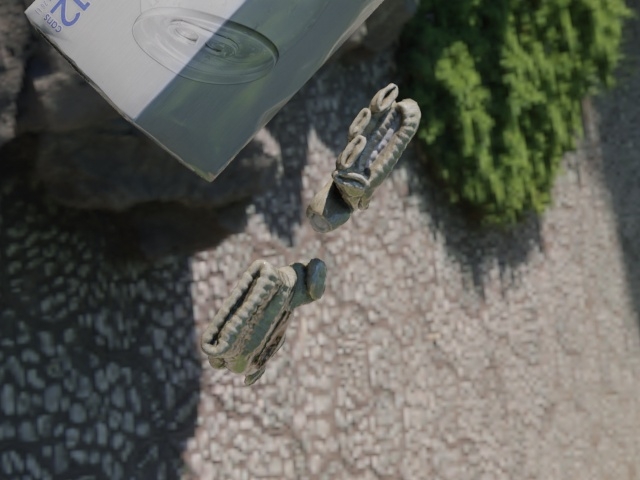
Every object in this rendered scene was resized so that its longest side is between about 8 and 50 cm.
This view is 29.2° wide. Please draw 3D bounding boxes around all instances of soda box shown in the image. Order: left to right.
[{"bbox_3d":[-0.002,-0.170,0.601,0.091,0.286,0.098,44,1,24],"label":"soda box"}]

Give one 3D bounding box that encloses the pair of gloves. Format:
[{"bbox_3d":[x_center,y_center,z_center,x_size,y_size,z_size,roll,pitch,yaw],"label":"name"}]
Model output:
[{"bbox_3d":[0.000,0.000,0.899,0.240,0.042,0.204,-56,174,-10],"label":"pair of gloves"}]
